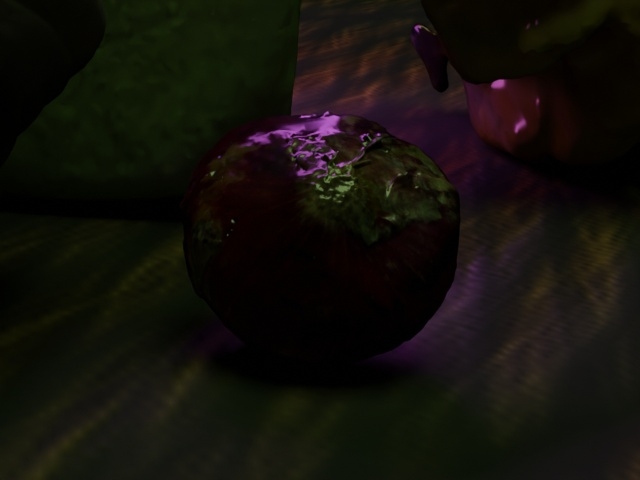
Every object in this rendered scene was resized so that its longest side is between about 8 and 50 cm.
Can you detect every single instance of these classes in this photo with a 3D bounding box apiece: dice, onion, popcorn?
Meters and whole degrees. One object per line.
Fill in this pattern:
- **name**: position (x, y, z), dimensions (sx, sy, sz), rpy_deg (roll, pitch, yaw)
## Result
- **dice**: position (-0.139, -0.165, 0.798), dimensions (0.249, 0.254, 0.252), rpy_deg (1, 18, -7)
- **onion**: position (0.000, 0.000, 0.570), dimensions (0.107, 0.097, 0.107), rpy_deg (7, 45, -7)
- **popcorn**: position (0.147, -0.196, 0.931), dimensions (0.281, 0.297, 0.316), rpy_deg (-23, -1, 19)

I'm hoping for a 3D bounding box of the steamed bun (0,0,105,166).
- **steamed bun**: position (-0.213, -0.081, 0.510), dimensions (0.394, 0.237, 0.346), rpy_deg (-29, 3, -9)
